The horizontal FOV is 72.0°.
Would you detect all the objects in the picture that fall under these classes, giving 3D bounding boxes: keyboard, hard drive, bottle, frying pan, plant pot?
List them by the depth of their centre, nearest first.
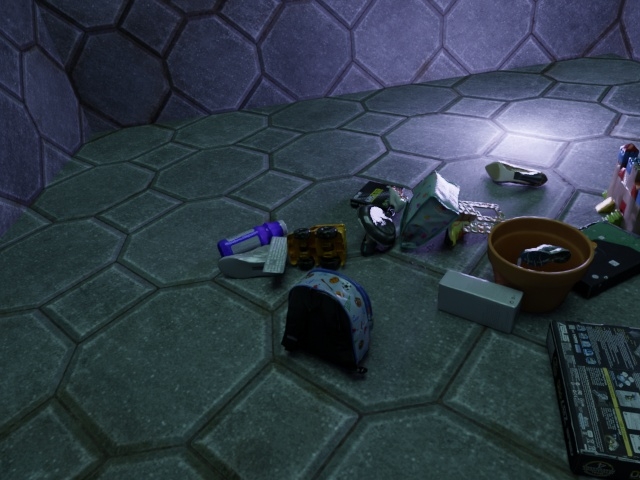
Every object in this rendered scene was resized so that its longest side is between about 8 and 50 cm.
[{"bbox_3d":[0.668,0.088,1.376,0.290,0.204,0.291,-6,34,4],"label":"plant pot"},{"bbox_3d":[0.934,0.052,1.493,0.338,0.064,0.237,-21,37,-16],"label":"hard drive"},{"bbox_3d":[-0.162,0.050,1.647,0.072,0.014,0.256,8,29,-2],"label":"keyboard"},{"bbox_3d":[0.268,-0.066,1.759,0.326,0.053,0.197,-2,57,-47],"label":"frying pan"},{"bbox_3d":[-0.271,-0.003,1.782,0.282,0.092,0.118,-23,6,-21],"label":"bottle"}]

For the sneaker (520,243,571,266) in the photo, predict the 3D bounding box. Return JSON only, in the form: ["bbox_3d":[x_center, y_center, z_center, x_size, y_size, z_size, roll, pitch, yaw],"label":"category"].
[{"bbox_3d":[0.627,0.039,1.244,0.135,0.052,0.058,0,26,-1],"label":"sneaker"}]

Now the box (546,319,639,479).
[{"bbox_3d":[0.744,0.372,1.054,0.318,0.097,0.395,1,36,16],"label":"box"}]

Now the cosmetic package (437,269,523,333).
[{"bbox_3d":[0.485,0.185,1.354,0.231,0.118,0.085,19,43,32],"label":"cosmetic package"}]

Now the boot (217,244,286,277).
[{"bbox_3d":[-0.256,0.075,1.698,0.258,0.095,0.123,3,30,1],"label":"boot"}]

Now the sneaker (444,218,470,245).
[{"bbox_3d":[0.537,-0.048,1.703,0.094,0.082,0.209,13,42,18],"label":"sneaker"}]

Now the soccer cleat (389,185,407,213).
[{"bbox_3d":[0.318,-0.176,1.875,0.068,0.076,0.196,28,19,-12],"label":"soccer cleat"}]

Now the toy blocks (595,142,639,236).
[{"bbox_3d":[1.162,-0.182,1.603,0.190,0.261,0.381,2,37,14],"label":"toy blocks"}]

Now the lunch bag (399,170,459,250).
[{"bbox_3d":[0.395,-0.101,1.680,0.160,0.262,0.223,34,38,-7],"label":"lunch bag"}]

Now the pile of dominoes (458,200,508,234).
[{"bbox_3d":[0.632,-0.100,1.714,0.251,0.040,0.196,3,42,-16],"label":"pile of dominoes"}]

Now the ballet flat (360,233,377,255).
[{"bbox_3d":[0.208,-0.022,1.742,0.074,0.074,0.203,7,38,21],"label":"ballet flat"}]

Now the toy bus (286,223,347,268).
[{"bbox_3d":[0.000,0.000,1.706,0.220,0.150,0.211,-2,22,13],"label":"toy bus"}]

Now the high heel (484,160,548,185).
[{"bbox_3d":[0.891,-0.301,2.012,0.186,0.093,0.261,4,17,-21],"label":"high heel"}]

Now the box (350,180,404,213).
[{"bbox_3d":[0.259,-0.198,2.000,0.184,0.045,0.190,19,42,28],"label":"box"}]

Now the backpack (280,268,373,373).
[{"bbox_3d":[0.031,0.214,1.278,0.276,0.264,0.213,11,39,27],"label":"backpack"}]
